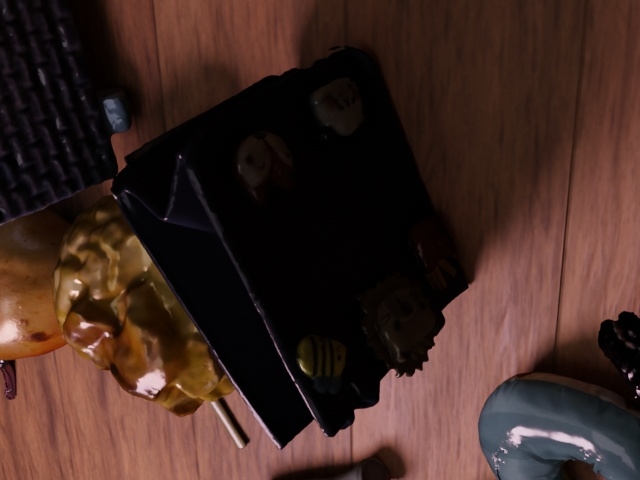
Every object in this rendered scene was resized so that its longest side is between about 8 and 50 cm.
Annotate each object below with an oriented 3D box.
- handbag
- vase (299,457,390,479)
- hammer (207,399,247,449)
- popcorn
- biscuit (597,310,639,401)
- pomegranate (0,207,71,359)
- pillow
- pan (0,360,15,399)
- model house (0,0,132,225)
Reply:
[{"bbox_3d":[0.000,0.000,1.076,0.122,0.303,0.329,-22,102,42],"label":"handbag"},{"bbox_3d":[-0.004,0.335,1.413,0.214,0.086,0.086,-31,96,36],"label":"vase"},{"bbox_3d":[-0.152,0.193,1.472,0.062,0.013,0.199,-25,99,40],"label":"hammer"},{"bbox_3d":[-0.181,0.036,1.286,0.264,0.225,0.332,2,95,20],"label":"popcorn"},{"bbox_3d":[0.328,0.148,1.027,0.053,0.194,0.194,-37,92,11],"label":"biscuit"},{"bbox_3d":[-0.388,0.051,1.438,0.209,0.209,0.209,16,122,26],"label":"pomegranate"},{"bbox_3d":[0.273,0.235,1.165,0.233,0.086,0.214,9,129,33],"label":"pillow"},{"bbox_3d":[-0.476,0.163,1.654,0.115,0.040,0.212,29,127,24],"label":"pan"},{"bbox_3d":[-0.412,-0.215,1.288,0.339,0.297,0.360,-13,112,0],"label":"model house"}]
